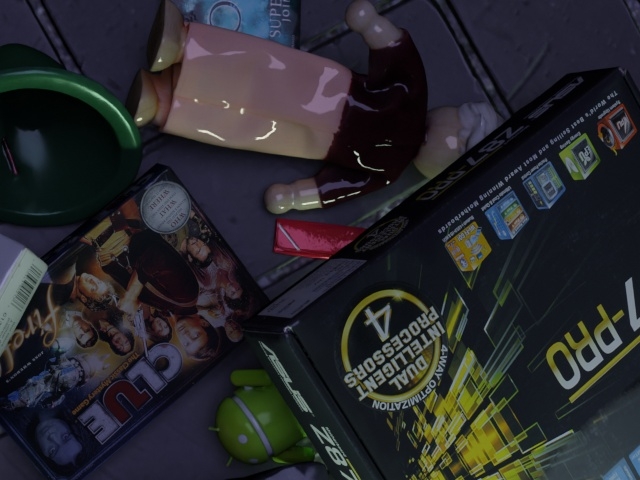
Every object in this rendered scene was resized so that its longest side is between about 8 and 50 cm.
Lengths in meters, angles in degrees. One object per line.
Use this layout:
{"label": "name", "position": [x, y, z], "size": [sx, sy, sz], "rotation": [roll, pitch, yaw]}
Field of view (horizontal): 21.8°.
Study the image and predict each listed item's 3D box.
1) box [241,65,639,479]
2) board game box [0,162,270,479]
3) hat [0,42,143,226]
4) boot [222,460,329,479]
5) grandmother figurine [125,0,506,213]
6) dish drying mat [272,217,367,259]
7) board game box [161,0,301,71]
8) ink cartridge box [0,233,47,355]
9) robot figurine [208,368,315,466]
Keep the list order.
{"label": "box", "position": [0.172, 0.089, 1.397], "size": [0.395, 0.097, 0.318], "rotation": [-36, 107, -23]}
{"label": "board game box", "position": [-0.177, 0.074, 1.403], "size": [0.243, 0.042, 0.165], "rotation": [-41, 109, -12]}
{"label": "hat", "position": [-0.255, -0.142, 1.432], "size": [0.173, 0.208, 0.184], "rotation": [-26, 45, 15]}
{"label": "boot", "position": [-0.111, 0.429, 1.337], "size": [0.367, 0.146, 0.445], "rotation": [-12, 88, -20]}
{"label": "grandmother figurine", "position": [0.014, -0.114, 1.448], "size": [0.342, 0.208, 0.104], "rotation": [15, 38, -16]}
{"label": "dish drying mat", "position": [0.000, 0.000, 1.486], "size": [0.083, 0.008, 0.032], "rotation": [7, 81, -9]}
{"label": "board game box", "position": [-0.080, -0.239, 1.494], "size": [0.126, 0.026, 0.186], "rotation": [2, 82, -11]}
{"label": "ink cartridge box", "position": [-0.420, 0.019, 1.342], "size": [0.371, 0.069, 0.176], "rotation": [24, 78, 14]}
{"label": "robot figurine", "position": [-0.040, 0.147, 1.429], "size": [0.115, 0.067, 0.101], "rotation": [-31, 119, -14]}
